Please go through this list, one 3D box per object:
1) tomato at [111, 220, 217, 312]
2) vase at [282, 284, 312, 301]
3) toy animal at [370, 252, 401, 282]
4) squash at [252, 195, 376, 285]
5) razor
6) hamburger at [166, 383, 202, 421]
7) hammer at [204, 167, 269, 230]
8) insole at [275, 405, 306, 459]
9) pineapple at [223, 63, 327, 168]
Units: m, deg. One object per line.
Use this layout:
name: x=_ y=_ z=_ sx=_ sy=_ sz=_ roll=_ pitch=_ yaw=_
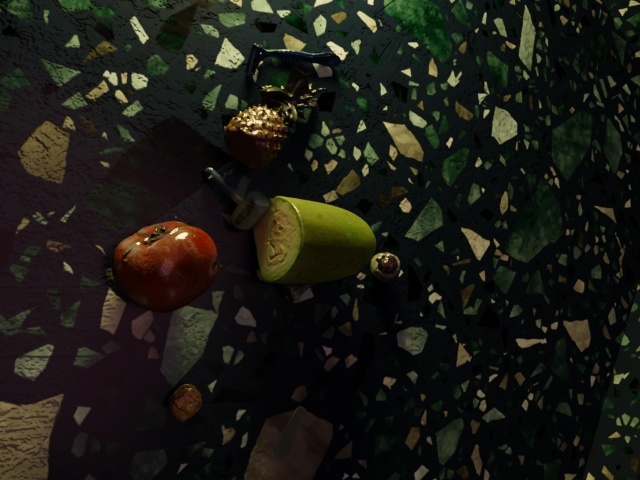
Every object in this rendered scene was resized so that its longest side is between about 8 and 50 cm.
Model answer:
tomato: x=-0.357 y=0.063 z=1.085 sx=0.232 sy=0.232 sz=0.188 roll=-25 pitch=116 yaw=-30
vase: x=-0.038 y=0.111 z=1.349 sx=0.149 sy=0.081 sz=0.081 roll=-37 pitch=104 yaw=-23
toy animal: x=0.223 y=0.095 z=1.491 sx=0.137 sy=0.098 sz=0.098 roll=37 pitch=69 yaw=-23
squash: x=0.000 y=0.000 z=1.325 sx=0.309 sy=0.210 sz=0.233 roll=8 pitch=61 yaw=-45
razor: x=-0.076 y=-0.545 z=1.396 sx=0.324 sy=0.093 sz=0.056 roll=-15 pitch=58 yaw=-34
hamburger: x=-0.335 y=0.400 z=1.162 sx=0.083 sy=0.044 sz=0.076 roll=-35 pitch=105 yaw=-26
hammer: x=-0.234 y=-0.121 z=1.249 sx=0.194 sy=0.116 sz=0.069 roll=42 pitch=27 yaw=-3
insole: x=-0.083 y=0.541 z=1.324 sx=0.053 sy=0.002 sz=0.152 roll=39 pitch=68 yaw=-22
pineapple: x=-0.121 y=-0.360 z=1.309 sx=0.165 sy=0.165 sz=0.364 roll=45 pitch=57 yaw=-20
